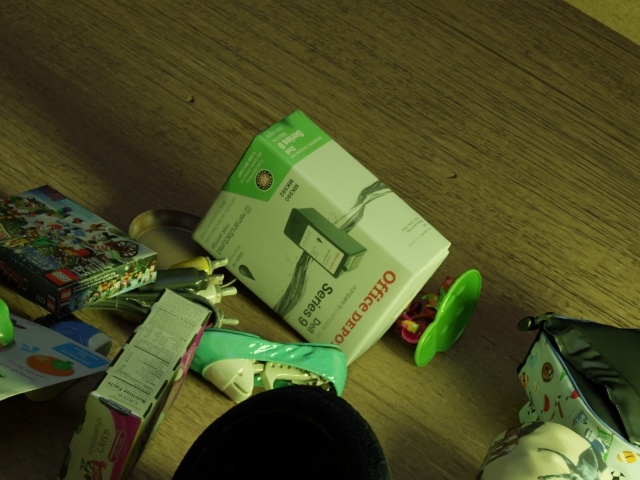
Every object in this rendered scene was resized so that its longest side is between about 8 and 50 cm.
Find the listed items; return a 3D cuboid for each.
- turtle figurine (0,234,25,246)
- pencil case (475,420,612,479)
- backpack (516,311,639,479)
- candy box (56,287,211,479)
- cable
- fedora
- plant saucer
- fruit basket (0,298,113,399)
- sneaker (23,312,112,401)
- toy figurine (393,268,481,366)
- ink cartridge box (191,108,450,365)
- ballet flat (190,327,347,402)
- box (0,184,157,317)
[{"bbox_3d":[-0.487,-0.035,1.908,0.234,0.175,0.118,-3,24,14],"label":"turtle figurine"},{"bbox_3d":[0.242,0.380,1.872,0.183,0.160,0.410,17,31,13],"label":"pencil case"},{"bbox_3d":[0.406,0.240,2.130,0.276,0.213,0.263,4,31,-20],"label":"backpack"},{"bbox_3d":[-0.216,0.184,1.840,0.071,0.159,0.233,26,34,3],"label":"candy box"},{"bbox_3d":[-0.244,0.084,2.064,0.287,0.072,0.140,-4,57,-14],"label":"cable"},{"bbox_3d":[-0.024,0.330,1.736,0.152,0.334,0.334,43,16,-43],"label":"fedora"},{"bbox_3d":[-0.191,0.019,2.201,0.168,0.029,0.168,18,34,-13],"label":"plant saucer"},{"bbox_3d":[-0.452,0.099,1.769,0.327,0.166,0.353,22,21,26],"label":"fruit basket"},{"bbox_3d":[-0.331,0.137,1.922,0.084,0.058,0.152,34,37,17],"label":"sneaker"},{"bbox_3d":[0.120,0.084,2.274,0.159,0.130,0.173,25,55,25],"label":"toy figurine"},{"bbox_3d":[0.000,0.000,2.155,0.289,0.211,0.121,41,35,9],"label":"ink cartridge box"},{"bbox_3d":[-0.076,0.168,2.030,0.247,0.083,0.087,8,53,-22],"label":"ballet flat"},{"bbox_3d":[-0.345,0.009,2.030,0.233,0.044,0.159,29,35,35],"label":"box"}]
